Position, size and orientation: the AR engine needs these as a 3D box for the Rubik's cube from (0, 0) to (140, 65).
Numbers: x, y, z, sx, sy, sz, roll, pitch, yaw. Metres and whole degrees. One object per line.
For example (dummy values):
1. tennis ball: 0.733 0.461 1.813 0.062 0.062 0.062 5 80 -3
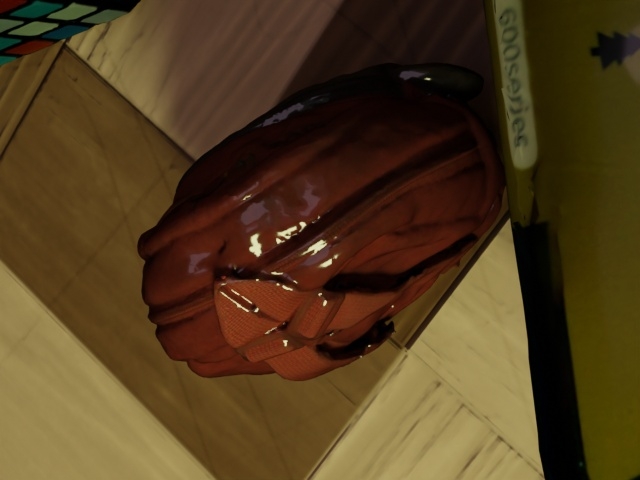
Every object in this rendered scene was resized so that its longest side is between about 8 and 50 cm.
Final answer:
1. Rubik's cube: -0.256 -0.217 0.782 0.187 0.182 0.184 -12 88 28

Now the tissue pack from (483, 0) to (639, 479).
1. tissue pack: 0.220 -0.079 0.512 0.264 0.253 0.416 -7 89 28

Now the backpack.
1. backpack: -0.001 -0.002 0.651 0.229 0.229 0.139 -32 83 26
